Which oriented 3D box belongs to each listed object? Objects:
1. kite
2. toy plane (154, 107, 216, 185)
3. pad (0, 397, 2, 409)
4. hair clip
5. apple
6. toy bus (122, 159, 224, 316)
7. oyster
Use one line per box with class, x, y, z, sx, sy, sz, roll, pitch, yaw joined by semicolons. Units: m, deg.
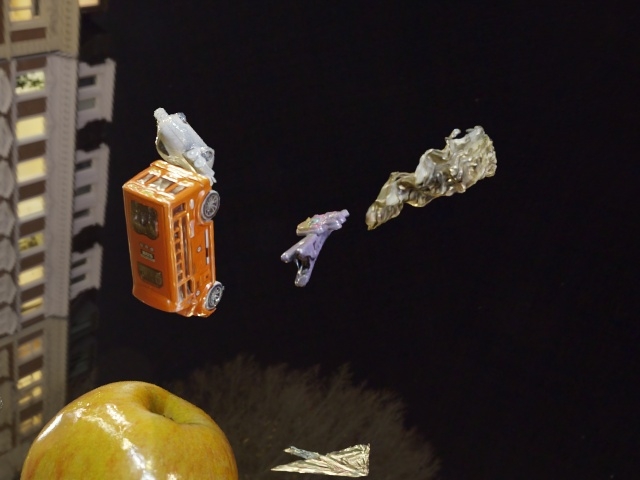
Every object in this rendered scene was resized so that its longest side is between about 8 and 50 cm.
kite;0.019;0.518;1.639;0.322;0.267;0.013;-26;-134;35
toy plane;-0.335;-0.220;1.740;0.245;0.117;0.245;51;-2;3
pad;-0.895;0.435;1.788;0.267;0.181;0.004;23;-28;55
hair clip;-0.008;-0.009;1.809;0.137;0.278;0.090;-12;-56;37
apple;-0.346;0.444;1.311;0.400;0.400;0.334;18;-79;38
toy bus;-0.289;0.022;1.374;0.142;0.153;0.330;21;-52;22
oyster;0.245;-0.135;1.482;0.238;0.351;0.115;-33;-101;52
